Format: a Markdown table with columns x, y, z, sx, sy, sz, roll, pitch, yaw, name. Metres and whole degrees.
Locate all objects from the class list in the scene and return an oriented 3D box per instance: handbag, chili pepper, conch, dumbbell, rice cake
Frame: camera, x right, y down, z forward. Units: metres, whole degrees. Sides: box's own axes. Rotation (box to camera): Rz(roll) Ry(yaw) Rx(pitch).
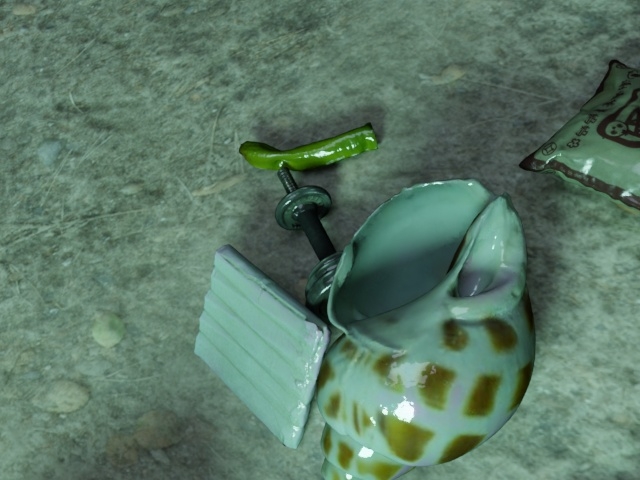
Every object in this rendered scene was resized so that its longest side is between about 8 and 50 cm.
| x | y | z | sx | sy | sz | roll | pitch | yaw | name |
| --- | --- | --- | --- | --- | --- | --- | --- | --- | --- |
| 0.375 | -0.098 | 0.954 | 0.235 | 0.127 | 0.213 | 33 | 58 | 27 | handbag |
| -0.018 | -0.122 | 1.167 | 0.201 | 0.052 | 0.050 | -6 | 103 | 19 | chili pepper |
| 0.102 | 0.121 | 0.941 | 0.249 | 0.197 | 0.368 | 40 | 81 | 22 | conch |
| 0.000 | 0.000 | 1.092 | 0.110 | 0.110 | 0.254 | -33 | 56 | 9 | dumbbell |
| -0.074 | 0.128 | 1.062 | 0.198 | 0.037 | 0.189 | 32 | 119 | 33 | rice cake |
